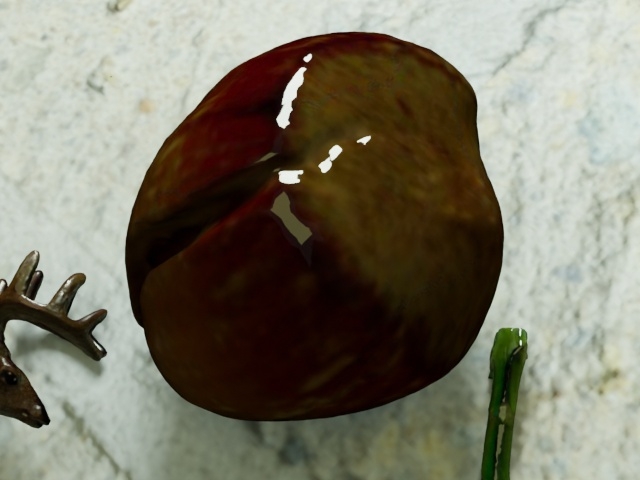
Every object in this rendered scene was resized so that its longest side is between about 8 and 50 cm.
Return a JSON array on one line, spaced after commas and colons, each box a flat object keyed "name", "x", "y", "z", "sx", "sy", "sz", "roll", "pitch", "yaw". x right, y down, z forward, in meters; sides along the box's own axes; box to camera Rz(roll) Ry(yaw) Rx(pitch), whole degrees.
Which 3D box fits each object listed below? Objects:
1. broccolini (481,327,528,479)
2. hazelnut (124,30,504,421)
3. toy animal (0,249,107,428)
[{"name": "broccolini", "x": 0.104, "y": 0.167, "z": 0.535, "sx": 0.071, "sy": 0.057, "sz": 0.254, "roll": 21, "pitch": 65, "yaw": -31}, {"name": "hazelnut", "x": 0.000, "y": 0.000, "z": 0.559, "sx": 0.218, "sy": 0.218, "sz": 0.234, "roll": 22, "pitch": 51, "yaw": 16}, {"name": "toy animal", "x": -0.285, "y": 0.094, "z": 0.586, "sx": 0.243, "sy": 0.087, "sz": 0.260, "roll": 21, "pitch": 66, "yaw": 15}]
